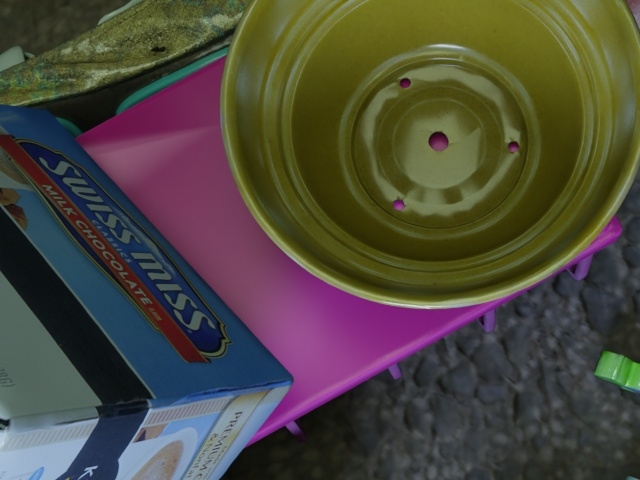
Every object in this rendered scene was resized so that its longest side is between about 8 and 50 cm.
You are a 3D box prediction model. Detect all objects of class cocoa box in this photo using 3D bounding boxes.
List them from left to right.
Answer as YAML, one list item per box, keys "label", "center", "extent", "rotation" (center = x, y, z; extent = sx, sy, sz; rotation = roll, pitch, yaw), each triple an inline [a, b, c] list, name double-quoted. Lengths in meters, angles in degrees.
- label: "cocoa box"
  center: [-0.232, 0.123, 0.829]
  extent: [0.231, 0.228, 0.347]
  rotation: [46, 111, 23]

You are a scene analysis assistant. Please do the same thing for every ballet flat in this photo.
- label: "ballet flat"
  center: [-0.153, -0.096, 1.078]
  extent: [0.348, 0.123, 0.123]
  rotation: [-24, 77, 2]

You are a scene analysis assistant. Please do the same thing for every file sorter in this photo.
- label: "file sorter"
  center: [0.000, 0.000, 0.994]
  extent: [0.291, 0.182, 0.202]
  rotation: [-29, 76, -1]

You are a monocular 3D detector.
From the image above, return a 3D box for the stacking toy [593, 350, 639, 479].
- label: "stacking toy"
  center: [0.242, 0.180, 0.996]
  extent: [0.221, 0.052, 0.167]
  rotation: [22, 81, 11]

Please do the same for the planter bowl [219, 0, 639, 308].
- label: "planter bowl"
  center: [0.060, -0.063, 0.861]
  extent: [0.217, 0.090, 0.217]
  rotation: [-1, 77, 5]

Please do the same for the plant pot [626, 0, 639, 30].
- label: "plant pot"
  center: [0.223, -0.225, 0.989]
  extent: [0.265, 0.272, 0.272]
  rotation: [-37, 77, 7]
